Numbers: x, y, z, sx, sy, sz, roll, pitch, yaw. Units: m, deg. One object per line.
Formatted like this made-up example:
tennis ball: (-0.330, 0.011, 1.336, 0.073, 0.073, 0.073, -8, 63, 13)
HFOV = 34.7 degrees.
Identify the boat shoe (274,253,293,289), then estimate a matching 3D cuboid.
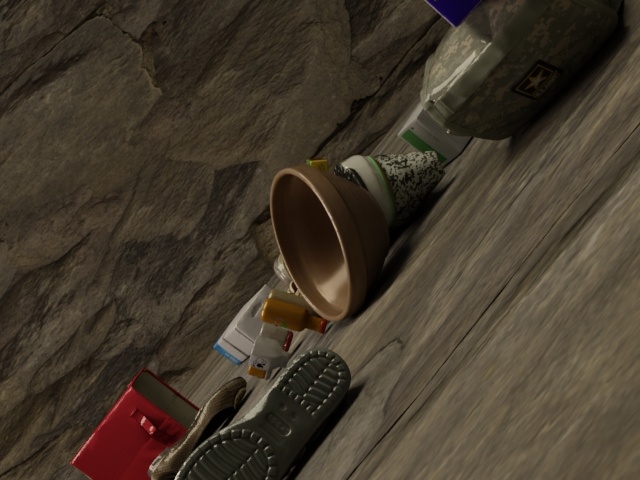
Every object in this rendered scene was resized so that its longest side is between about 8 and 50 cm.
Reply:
boat shoe: (0.000, 0.000, 2.274, 0.116, 0.123, 0.324, -41, 15, 29)

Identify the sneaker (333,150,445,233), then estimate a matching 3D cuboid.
sneaker: (0.120, -0.072, 1.733, 0.182, 0.158, 0.410, -20, 0, -5)

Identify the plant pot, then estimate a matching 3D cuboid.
plant pot: (0.027, -0.008, 1.511, 0.110, 0.237, 0.237, -21, -8, -22)

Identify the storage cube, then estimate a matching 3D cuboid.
storage cube: (-0.345, 0.392, 2.003, 0.193, 0.184, 0.215, -51, 4, 3)

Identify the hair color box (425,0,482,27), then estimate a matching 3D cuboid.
hair color box: (0.141, -0.387, 1.305, 0.110, 0.185, 0.339, -47, 8, 17)

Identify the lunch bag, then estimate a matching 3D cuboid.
lunch bag: (0.257, -0.261, 1.333, 0.235, 0.169, 0.287, -48, 1, 29)

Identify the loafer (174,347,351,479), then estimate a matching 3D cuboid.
loafer: (-0.057, 0.228, 1.125, 0.251, 0.094, 0.087, -42, -21, -6)

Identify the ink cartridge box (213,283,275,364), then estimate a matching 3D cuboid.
ink cartridge box: (-0.162, 0.200, 2.407, 0.139, 0.082, 0.191, -54, 6, -27)

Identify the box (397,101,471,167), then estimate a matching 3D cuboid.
box: (0.209, -0.199, 1.757, 0.102, 0.101, 0.087, -55, 6, -25)

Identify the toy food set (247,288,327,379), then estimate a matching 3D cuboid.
toy food set: (-0.051, 0.158, 1.716, 0.232, 0.105, 0.111, 106, -178, -51)

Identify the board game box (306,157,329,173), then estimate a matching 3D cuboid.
board game box: (0.008, -0.007, 1.713, 0.124, 0.039, 0.259, -123, 28, -83)

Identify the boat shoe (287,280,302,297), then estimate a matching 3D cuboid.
boat shoe: (-0.035, 0.100, 2.057, 0.063, 0.059, 0.170, -53, 5, -26)

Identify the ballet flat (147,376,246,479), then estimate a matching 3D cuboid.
ballet flat: (-0.213, 0.353, 1.872, 0.250, 0.058, 0.084, -47, -27, -21)
